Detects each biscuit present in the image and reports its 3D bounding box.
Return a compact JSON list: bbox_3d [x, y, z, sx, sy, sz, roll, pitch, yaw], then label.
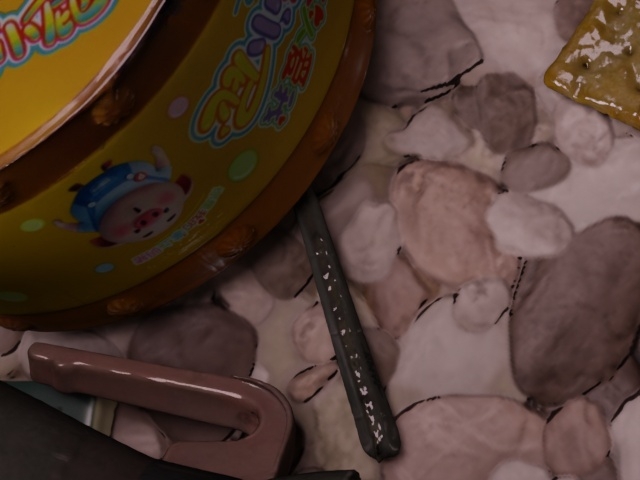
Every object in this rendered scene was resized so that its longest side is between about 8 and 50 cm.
[{"bbox_3d":[0.188,-0.113,0.958,0.081,0.018,0.083,31,83,28],"label":"biscuit"}]

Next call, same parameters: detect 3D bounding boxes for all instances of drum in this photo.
[{"bbox_3d":[-0.185,-0.165,0.989,0.431,0.214,0.431,-10,65,22],"label":"drum"}]

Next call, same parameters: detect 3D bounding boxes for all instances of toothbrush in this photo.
[{"bbox_3d":[0.000,0.000,0.980,0.030,0.030,0.297,-19,64,4],"label":"toothbrush"}]

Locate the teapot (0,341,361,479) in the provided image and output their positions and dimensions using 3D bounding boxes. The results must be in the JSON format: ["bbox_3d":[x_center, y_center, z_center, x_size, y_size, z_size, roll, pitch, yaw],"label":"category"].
[{"bbox_3d":[-0.159,0.170,0.852,0.344,0.253,0.300,12,41,8],"label":"teapot"}]

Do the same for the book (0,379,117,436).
[{"bbox_3d":[-0.272,0.268,0.978,0.264,0.031,0.379,-1,70,21],"label":"book"}]
